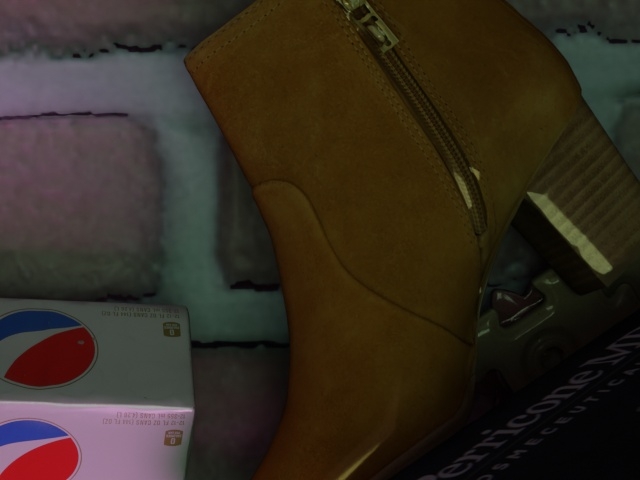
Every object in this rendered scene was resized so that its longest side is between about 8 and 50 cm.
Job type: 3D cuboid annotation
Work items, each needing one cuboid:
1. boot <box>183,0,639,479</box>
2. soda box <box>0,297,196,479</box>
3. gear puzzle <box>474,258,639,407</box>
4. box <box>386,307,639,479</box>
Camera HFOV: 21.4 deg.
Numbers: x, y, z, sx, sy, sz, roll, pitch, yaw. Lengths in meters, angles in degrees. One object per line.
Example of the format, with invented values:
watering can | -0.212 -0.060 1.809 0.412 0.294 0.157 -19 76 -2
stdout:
boot | 0.001 -0.001 0.787 0.295 0.104 0.211 -42 88 -16
soda box | -0.169 0.074 0.787 0.216 0.074 0.069 2 129 -11
gear puzzle | 0.217 0.133 0.898 0.175 0.044 0.339 -34 105 -2
box | 0.352 0.134 0.614 0.480 0.471 0.297 -28 103 -38
